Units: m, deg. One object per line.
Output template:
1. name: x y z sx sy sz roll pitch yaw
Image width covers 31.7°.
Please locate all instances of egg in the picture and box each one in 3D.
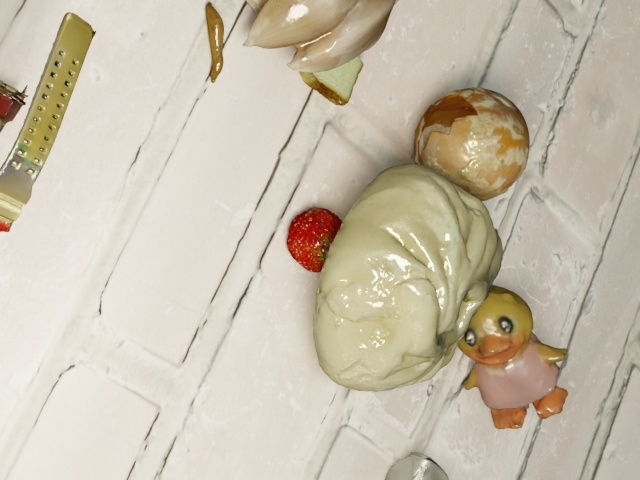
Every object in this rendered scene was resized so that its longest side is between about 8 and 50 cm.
1. egg: 0.254 -0.161 1.872 0.233 0.195 0.195 -48 123 -49

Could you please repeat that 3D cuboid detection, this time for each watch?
1. watch: -0.366 -0.139 1.338 0.102 0.165 0.268 29 76 -40

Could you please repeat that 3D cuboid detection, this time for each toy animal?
1. toy animal: 0.324 0.186 1.983 0.281 0.195 0.169 57 19 -33

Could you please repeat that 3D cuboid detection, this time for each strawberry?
1. strawberry: -0.001 0.000 1.721 0.106 0.106 0.106 -4 95 -41

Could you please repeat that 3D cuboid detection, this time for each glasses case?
1. glasses case: 0.128 0.512 1.881 0.128 0.083 0.308 37 69 -43

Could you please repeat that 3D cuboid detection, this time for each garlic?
1. garlic: 0.004 -0.404 1.672 0.325 0.132 0.279 -33 99 -42

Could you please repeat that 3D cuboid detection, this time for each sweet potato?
1. sweet potato: -0.149 -0.284 1.615 0.026 0.026 0.115 -10 99 -41

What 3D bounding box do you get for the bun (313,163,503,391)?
1. bun: 0.144 0.068 1.716 0.359 0.211 0.359 -47 150 -38

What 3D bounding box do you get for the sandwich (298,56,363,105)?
1. sandwich: 0.015 -0.271 1.754 0.105 0.036 0.093 25 77 -38
